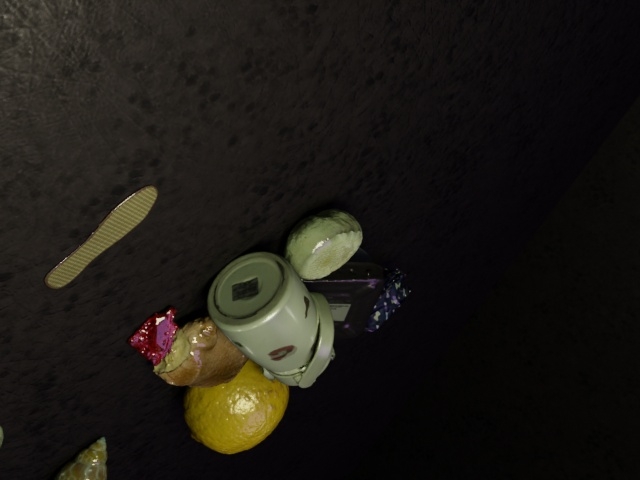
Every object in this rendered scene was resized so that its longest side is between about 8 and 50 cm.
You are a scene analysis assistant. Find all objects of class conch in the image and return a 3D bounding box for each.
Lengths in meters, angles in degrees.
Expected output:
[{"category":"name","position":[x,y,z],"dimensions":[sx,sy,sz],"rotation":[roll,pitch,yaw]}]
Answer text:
[{"category":"conch","position":[-0.580,0.570,1.858],"dimensions":[0.173,0.106,0.116],"rotation":[-32,-179,19]}]

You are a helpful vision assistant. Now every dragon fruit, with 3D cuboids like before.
[{"category":"dragon fruit","position":[-0.342,0.207,1.672],"dimensions":[0.131,0.063,0.097],"rotation":[-45,157,4]}]

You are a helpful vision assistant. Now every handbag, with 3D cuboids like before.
[{"category":"handbag","position":[0.139,0.168,2.233],"dimensions":[0.260,0.162,0.113],"rotation":[-41,117,-35]}]

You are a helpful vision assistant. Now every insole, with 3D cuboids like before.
[{"category":"insole","position":[-0.375,-0.004,1.343],"dimensions":[0.253,0.005,0.086],"rotation":[-43,156,-1]}]

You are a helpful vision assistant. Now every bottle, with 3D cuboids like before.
[{"category":"bottle","position":[-0.079,0.201,1.752],"dimensions":[0.229,0.229,0.351],"rotation":[-40,134,-8]}]

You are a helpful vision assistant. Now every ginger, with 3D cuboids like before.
[{"category":"ginger","position":[-0.257,0.241,1.787],"dimensions":[0.276,0.130,0.221],"rotation":[-34,146,-34]}]

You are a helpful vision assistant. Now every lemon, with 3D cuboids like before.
[{"category":"lemon","position":[-0.209,0.403,1.979],"dimensions":[0.310,0.253,0.253],"rotation":[-42,156,-5]}]

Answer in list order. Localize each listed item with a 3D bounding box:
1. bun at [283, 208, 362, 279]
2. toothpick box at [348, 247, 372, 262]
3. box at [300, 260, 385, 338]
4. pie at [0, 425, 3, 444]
[{"category":"bun","position":[0.000,0.000,1.800],"dimensions":[0.196,0.118,0.195],"rotation":[-29,154,-16]},{"category":"toothpick box","position":[0.060,0.096,2.074],"dimensions":[0.101,0.101,0.153],"rotation":[-12,140,-50]},{"category":"box","position":[-0.002,0.162,1.985],"dimensions":[0.290,0.073,0.288],"rotation":[2,138,-17]},{"category":"pie","position":[-0.695,0.412,1.485],"dimensions":[0.187,0.041,0.186],"rotation":[-34,154,-19]}]
